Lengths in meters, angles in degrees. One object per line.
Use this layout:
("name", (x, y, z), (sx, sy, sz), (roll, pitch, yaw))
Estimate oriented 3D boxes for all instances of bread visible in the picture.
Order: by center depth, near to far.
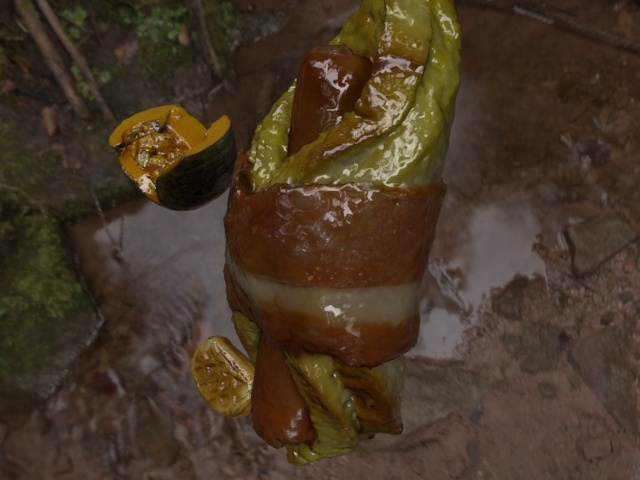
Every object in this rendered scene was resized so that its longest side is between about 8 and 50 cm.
("bread", (-0.117, 0.171, 1.049), (0.110, 0.044, 0.083), (40, 113, 28))

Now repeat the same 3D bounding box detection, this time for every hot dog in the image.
("hot dog", (-0.003, 0.000, 0.410), (0.123, 0.093, 0.262), (29, 114, 60))

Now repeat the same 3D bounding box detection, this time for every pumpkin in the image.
("pumpkin", (-0.169, -0.094, 1.030), (0.119, 0.108, 0.183), (-41, 41, -22))
